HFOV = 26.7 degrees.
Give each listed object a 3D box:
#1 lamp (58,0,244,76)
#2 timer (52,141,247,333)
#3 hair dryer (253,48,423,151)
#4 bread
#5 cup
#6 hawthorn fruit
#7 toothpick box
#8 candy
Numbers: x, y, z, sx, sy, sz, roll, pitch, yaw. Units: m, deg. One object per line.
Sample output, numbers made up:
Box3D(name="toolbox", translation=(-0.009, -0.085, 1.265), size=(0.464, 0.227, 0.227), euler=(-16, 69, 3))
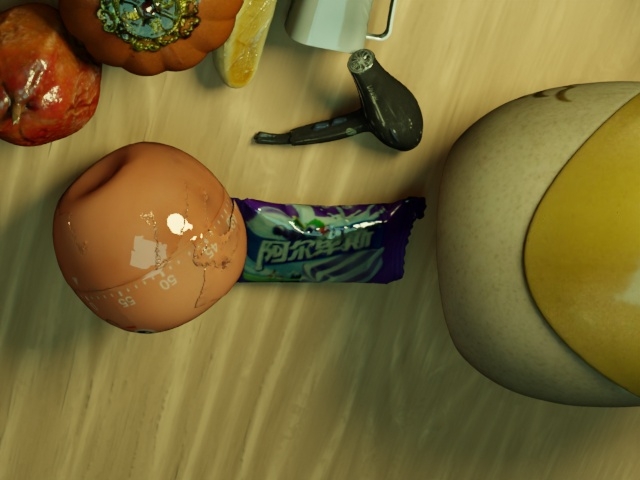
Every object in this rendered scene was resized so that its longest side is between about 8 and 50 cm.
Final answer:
Box3D(name="lamp", translation=(-0.195, -0.298, 1.546), size=(0.223, 0.196, 0.223), euler=(-3, 120, -5))
Box3D(name="timer", translation=(-0.212, -0.001, 1.679), size=(0.229, 0.229, 0.215), euler=(-33, 115, 10))
Box3D(name="hair dryer", translation=(0.011, -0.157, 1.704), size=(0.219, 0.075, 0.195), euler=(-14, 151, 18))
Box3D(name="bread", translation=(-0.092, -0.291, 1.642), size=(0.073, 0.053, 0.214), euler=(-3, 120, -38))
Box3D(name="cup", translation=(0.032, -0.294, 1.636), size=(0.128, 0.095, 0.129), euler=(10, 114, -13))
Box3D(name="hawthorn fruit", translation=(-0.338, -0.197, 1.596), size=(0.173, 0.179, 0.173), euler=(0, 87, -1))
Box3D(name="toothpick box", translation=(0.381, 0.010, 1.632), size=(0.425, 0.409, 0.409), euler=(-3, 121, 22))
Box3D(name="candy", translation=(0.000, 0.000, 1.802), size=(0.275, 0.070, 0.145), euler=(-1, 126, -9))
